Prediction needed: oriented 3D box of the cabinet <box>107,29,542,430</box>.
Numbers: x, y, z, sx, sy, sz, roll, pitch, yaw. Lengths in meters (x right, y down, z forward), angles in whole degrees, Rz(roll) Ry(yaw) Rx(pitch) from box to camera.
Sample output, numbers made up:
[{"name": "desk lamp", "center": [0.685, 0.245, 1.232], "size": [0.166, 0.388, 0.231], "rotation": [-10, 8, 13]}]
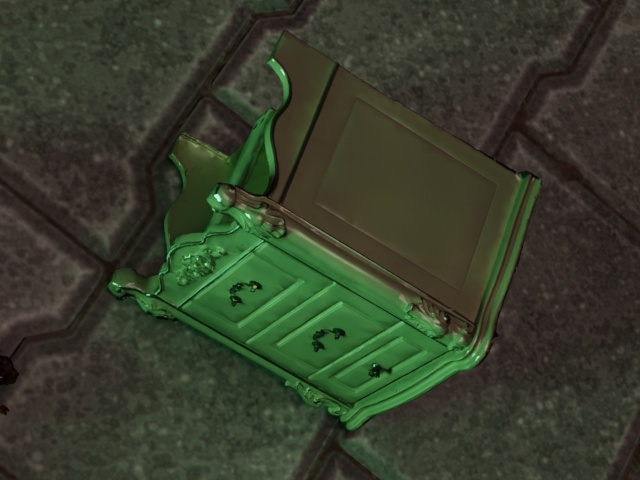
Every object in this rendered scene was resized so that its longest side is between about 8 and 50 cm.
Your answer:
[{"name": "cabinet", "center": [0.000, 0.000, 1.931], "size": [0.318, 0.290, 0.227], "rotation": [30, 60, -16]}]

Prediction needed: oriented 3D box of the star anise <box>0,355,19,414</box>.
[{"name": "star anise", "center": [-0.367, 0.119, 1.816], "size": [0.167, 0.057, 0.168], "rotation": [11, 60, -19]}]
